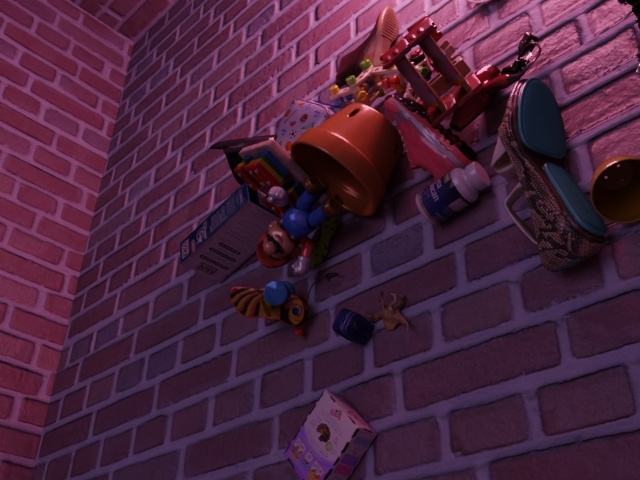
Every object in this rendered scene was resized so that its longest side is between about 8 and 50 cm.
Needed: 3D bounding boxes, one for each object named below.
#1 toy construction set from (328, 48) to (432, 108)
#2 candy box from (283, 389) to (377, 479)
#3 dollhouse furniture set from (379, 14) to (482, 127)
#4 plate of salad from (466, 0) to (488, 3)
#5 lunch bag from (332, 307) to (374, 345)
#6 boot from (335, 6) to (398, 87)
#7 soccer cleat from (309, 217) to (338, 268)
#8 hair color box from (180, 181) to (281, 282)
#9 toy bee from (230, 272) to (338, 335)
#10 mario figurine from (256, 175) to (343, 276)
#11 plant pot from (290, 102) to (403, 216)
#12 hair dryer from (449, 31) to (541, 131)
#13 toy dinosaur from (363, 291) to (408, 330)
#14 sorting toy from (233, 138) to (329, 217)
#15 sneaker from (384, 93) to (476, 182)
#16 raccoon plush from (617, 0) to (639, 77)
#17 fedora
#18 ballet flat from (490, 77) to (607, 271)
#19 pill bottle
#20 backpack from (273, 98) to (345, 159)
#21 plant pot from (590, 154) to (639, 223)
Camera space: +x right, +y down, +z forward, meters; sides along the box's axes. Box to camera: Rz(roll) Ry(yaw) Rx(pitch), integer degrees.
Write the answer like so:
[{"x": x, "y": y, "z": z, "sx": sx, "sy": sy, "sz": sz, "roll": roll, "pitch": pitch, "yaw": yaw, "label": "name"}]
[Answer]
[{"x": 0.198, "y": -0.443, "z": 2.019, "sx": 0.215, "sy": 0.151, "sz": 0.327, "roll": -41, "pitch": 42, "yaw": -23, "label": "toy construction set"}, {"x": 0.021, "y": 0.484, "z": 1.669, "sx": 0.196, "sy": 0.070, "sz": 0.165, "roll": -57, "pitch": 36, "yaw": 5, "label": "candy box"}, {"x": 0.268, "y": -0.453, "z": 1.788, "sx": 0.152, "sy": 0.201, "sz": 0.374, "roll": -38, "pitch": 18, "yaw": 18, "label": "dollhouse furniture set"}, {"x": 0.483, "y": -0.756, "z": 1.988, "sx": 0.200, "sy": 0.048, "sz": 0.200, "roll": -17, "pitch": 62, "yaw": 35, "label": "plate of salad"}, {"x": 0.083, "y": 0.215, "z": 1.756, "sx": 0.065, "sy": 0.098, "sz": 0.067, "roll": 11, "pitch": 70, "yaw": 49, "label": "lunch bag"}, {"x": 0.141, "y": -0.622, "z": 2.262, "sx": 0.207, "sy": 0.090, "sz": 0.248, "roll": -6, "pitch": 65, "yaw": 45, "label": "boot"}, {"x": 0.000, "y": 0.000, "z": 2.044, "sx": 0.179, "sy": 0.060, "sz": 0.072, "roll": -64, "pitch": 12, "yaw": 2, "label": "soccer cleat"}, {"x": -0.286, "y": -0.022, "z": 2.286, "sx": 0.347, "sy": 0.174, "sz": 0.105, "roll": -40, "pitch": 40, "yaw": 25, "label": "hair color box"}, {"x": -0.104, "y": 0.188, "z": 1.946, "sx": 0.298, "sy": 0.195, "sz": 0.162, "roll": -11, "pitch": 82, "yaw": 33, "label": "toy bee"}, {"x": -0.083, "y": -0.025, "z": 1.946, "sx": 0.320, "sy": 0.170, "sz": 0.198, "roll": -48, "pitch": 42, "yaw": 35, "label": "mario figurine"}, {"x": 0.092, "y": -0.235, "z": 1.928, "sx": 0.203, "sy": 0.291, "sz": 0.291, "roll": -50, "pitch": 34, "yaw": -16, "label": "plant pot"}, {"x": 0.416, "y": -0.388, "z": 1.722, "sx": 0.293, "sy": 0.080, "sz": 0.223, "roll": -51, "pitch": 3, "yaw": 30, "label": "hair dryer"}, {"x": 0.180, "y": 0.177, "z": 1.722, "sx": 0.183, "sy": 0.053, "sz": 0.092, "roll": 5, "pitch": 85, "yaw": 59, "label": "toy dinosaur"}, {"x": -0.128, "y": -0.164, "z": 2.077, "sx": 0.089, "sy": 0.255, "sz": 0.257, "roll": -51, "pitch": 20, "yaw": -17, "label": "sorting toy"}, {"x": 0.251, "y": -0.258, "z": 1.812, "sx": 0.314, "sy": 0.116, "sz": 0.136, "roll": 49, "pitch": 118, "yaw": 28, "label": "sneaker"}, {"x": 0.728, "y": -0.571, "z": 1.528, "sx": 0.216, "sy": 0.299, "sz": 0.446, "roll": 13, "pitch": 109, "yaw": 37, "label": "raccoon plush"}, {"x": -0.212, "y": -0.265, "z": 2.337, "sx": 0.334, "sy": 0.334, "sz": 0.152, "roll": 2, "pitch": 101, "yaw": 50, "label": "fedora"}, {"x": 0.462, "y": -0.141, "z": 1.522, "sx": 0.182, "sy": 0.164, "sz": 0.483, "roll": -48, "pitch": 37, "yaw": 42, "label": "ballet flat"}, {"x": 0.322, "y": -0.118, "z": 1.703, "sx": 0.169, "sy": 0.094, "sz": 0.094, "roll": -35, "pitch": 43, "yaw": 30, "label": "pill bottle"}, {"x": -0.014, "y": -0.290, "z": 2.137, "sx": 0.276, "sy": 0.213, "sz": 0.263, "roll": 27, "pitch": 97, "yaw": 52, "label": "backpack"}, {"x": 0.590, "y": -0.113, "z": 1.376, "sx": 0.134, "sy": 0.134, "sz": 0.095, "roll": -42, "pitch": 15, "yaw": 23, "label": "plant pot"}]
